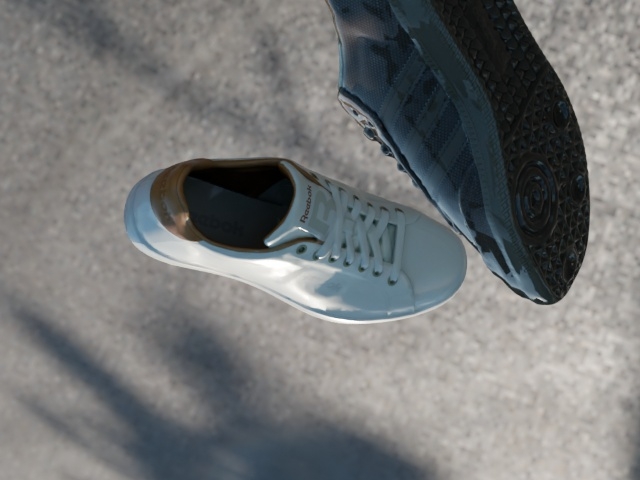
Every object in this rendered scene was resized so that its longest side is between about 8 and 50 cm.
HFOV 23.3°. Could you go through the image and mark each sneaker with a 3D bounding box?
[{"bbox_3d":[0.000,0.000,1.215,0.290,0.106,0.123,10,165,-22],"label":"sneaker"},{"bbox_3d":[0.048,-0.056,0.613,0.071,0.066,0.188,1,128,40],"label":"sneaker"}]
